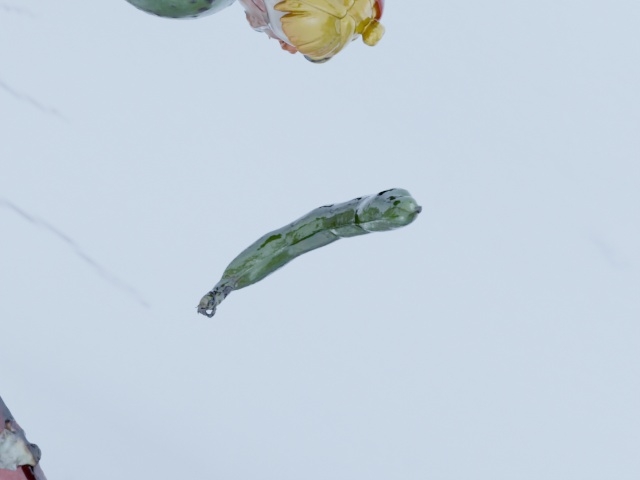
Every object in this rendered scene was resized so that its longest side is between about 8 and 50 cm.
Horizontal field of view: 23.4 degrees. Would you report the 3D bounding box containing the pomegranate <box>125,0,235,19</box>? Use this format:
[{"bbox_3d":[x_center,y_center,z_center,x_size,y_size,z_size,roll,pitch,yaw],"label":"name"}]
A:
[{"bbox_3d":[-0.148,-0.368,1.653,0.254,0.254,0.270,38,154,-14],"label":"pomegranate"}]

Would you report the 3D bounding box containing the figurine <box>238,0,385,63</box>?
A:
[{"bbox_3d":[-0.034,-0.381,2.234,0.323,0.196,0.320,30,169,42],"label":"figurine"}]

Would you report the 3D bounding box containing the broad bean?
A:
[{"bbox_3d":[0.000,0.000,1.670,0.292,0.144,0.049,-25,106,27],"label":"broad bean"}]

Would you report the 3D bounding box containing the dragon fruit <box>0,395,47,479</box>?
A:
[{"bbox_3d":[-0.335,0.179,1.359,0.343,0.100,0.282,8,119,59],"label":"dragon fruit"}]
